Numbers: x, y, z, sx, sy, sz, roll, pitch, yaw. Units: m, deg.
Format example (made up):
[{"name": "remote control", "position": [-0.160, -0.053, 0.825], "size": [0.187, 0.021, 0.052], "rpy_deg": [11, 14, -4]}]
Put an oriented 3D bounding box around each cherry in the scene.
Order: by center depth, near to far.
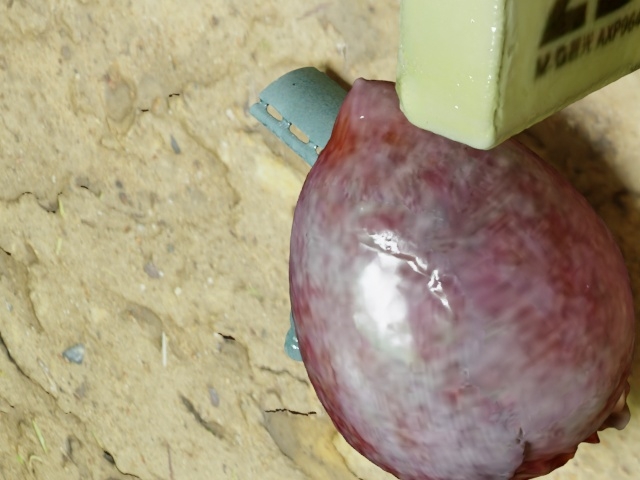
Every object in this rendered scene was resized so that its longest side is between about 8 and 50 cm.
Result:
[{"name": "cherry", "position": [0.067, 0.024, 0.751], "size": [0.192, 0.175, 0.249], "rpy_deg": [9, 125, 57]}]

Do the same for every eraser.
[{"name": "eraser", "position": [0.111, -0.124, 0.618], "size": [0.058, 0.172, 0.117], "rpy_deg": [24, 127, 37]}]

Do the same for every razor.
[{"name": "razor", "position": [0.000, 0.000, 0.923], "size": [0.106, 0.068, 0.232], "rpy_deg": [43, 144, 26]}]
